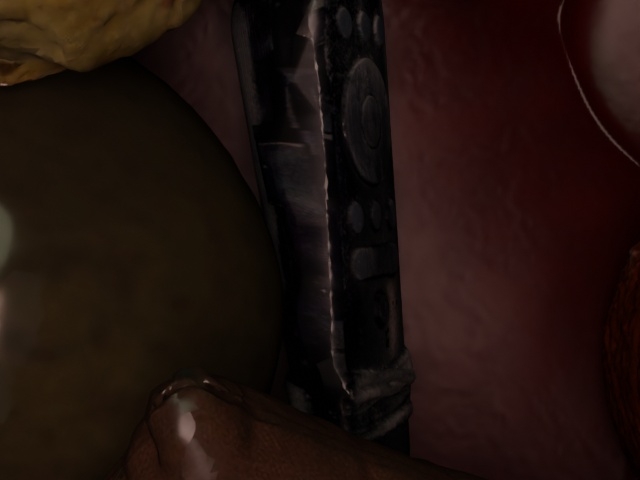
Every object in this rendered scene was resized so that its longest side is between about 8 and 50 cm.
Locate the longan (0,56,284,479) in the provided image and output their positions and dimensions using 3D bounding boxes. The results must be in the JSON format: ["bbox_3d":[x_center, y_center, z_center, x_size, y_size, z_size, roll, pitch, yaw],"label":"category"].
[{"bbox_3d":[-0.138,0.019,0.654,0.248,0.248,0.248,0,90,0],"label":"longan"}]

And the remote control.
[{"bbox_3d":[0.000,0.000,0.726,0.066,0.090,0.266,-4,91,29],"label":"remote control"}]

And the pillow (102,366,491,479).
[{"bbox_3d":[0.000,0.206,0.628,0.305,0.108,0.308,23,120,-25],"label":"pillow"}]

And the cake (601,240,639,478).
[{"bbox_3d":[0.247,0.089,0.691,0.283,0.151,0.177,41,86,-5],"label":"cake"}]

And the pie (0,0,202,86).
[{"bbox_3d":[-0.162,-0.177,0.639,0.339,0.083,0.339,0,45,0],"label":"pie"}]
